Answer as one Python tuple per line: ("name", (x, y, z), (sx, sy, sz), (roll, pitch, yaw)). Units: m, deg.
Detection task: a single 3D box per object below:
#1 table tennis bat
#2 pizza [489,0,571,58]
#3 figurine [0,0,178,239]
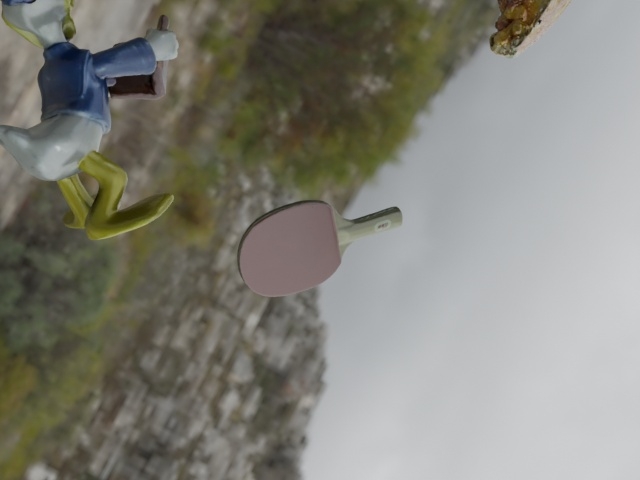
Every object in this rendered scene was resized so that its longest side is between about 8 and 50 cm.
("table tennis bat", (0.000, 0.000, 1.987), (0.022, 0.246, 0.138), (-132, -149, -54))
("pizza", (0.309, -0.368, 1.911), (0.289, 0.081, 0.229), (-48, 169, -34))
("figurine", (-0.273, -0.207, 1.685), (0.204, 0.338, 0.283), (-5, -149, 46))
